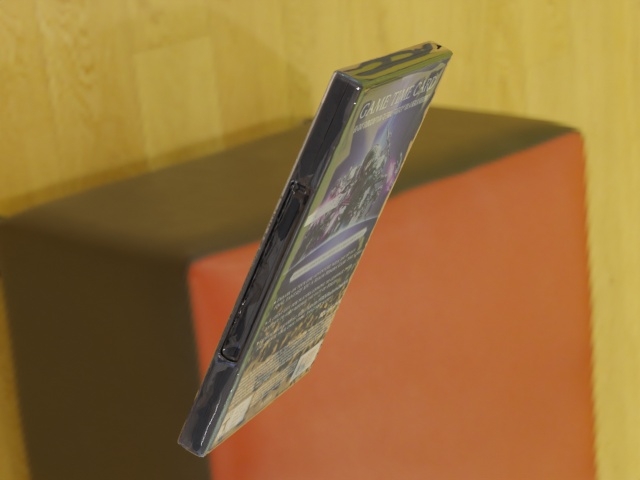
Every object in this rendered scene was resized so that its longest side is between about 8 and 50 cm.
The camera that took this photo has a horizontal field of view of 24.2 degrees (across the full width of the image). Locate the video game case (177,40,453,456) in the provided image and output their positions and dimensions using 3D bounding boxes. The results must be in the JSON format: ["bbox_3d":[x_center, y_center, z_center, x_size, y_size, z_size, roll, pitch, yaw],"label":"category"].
[{"bbox_3d":[0.000,0.000,1.014,0.274,0.026,0.196,-67,166,20],"label":"video game case"}]
